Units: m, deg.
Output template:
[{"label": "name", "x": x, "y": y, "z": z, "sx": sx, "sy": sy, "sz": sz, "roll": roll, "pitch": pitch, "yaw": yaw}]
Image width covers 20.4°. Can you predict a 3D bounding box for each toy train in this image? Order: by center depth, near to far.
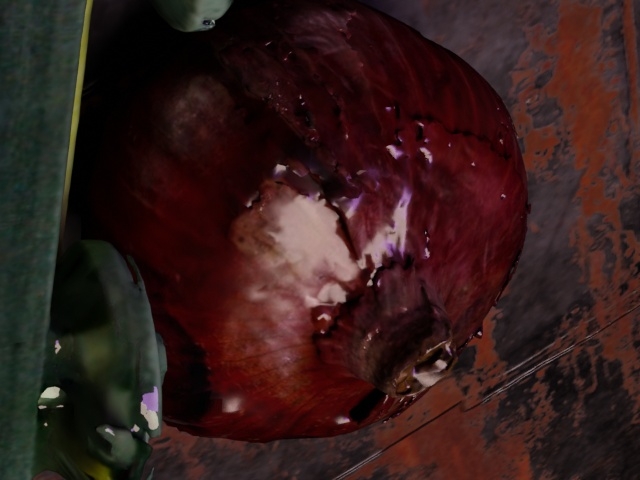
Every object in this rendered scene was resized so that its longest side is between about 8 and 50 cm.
[{"label": "toy train", "x": -0.149, "y": -0.082, "z": 0.642, "sx": 0.179, "sy": 0.272, "sz": 0.442, "roll": -5, "pitch": 136, "yaw": -21}]

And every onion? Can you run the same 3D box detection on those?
[{"label": "onion", "x": 0.000, "y": 0.000, "z": 0.907, "sx": 0.252, "sy": 0.219, "sz": 0.252, "roll": -14, "pitch": 127, "yaw": -19}]
